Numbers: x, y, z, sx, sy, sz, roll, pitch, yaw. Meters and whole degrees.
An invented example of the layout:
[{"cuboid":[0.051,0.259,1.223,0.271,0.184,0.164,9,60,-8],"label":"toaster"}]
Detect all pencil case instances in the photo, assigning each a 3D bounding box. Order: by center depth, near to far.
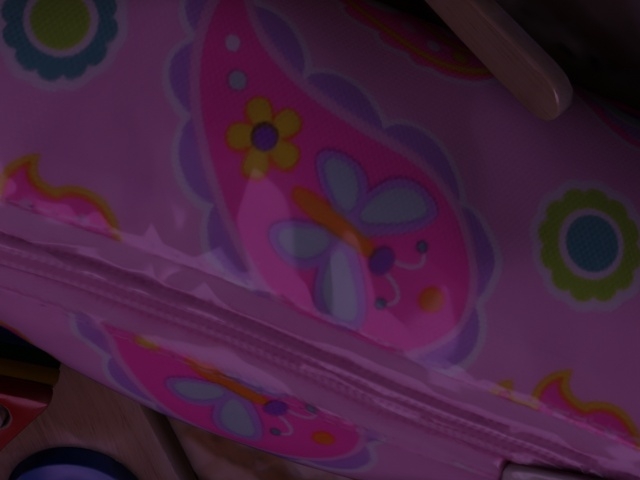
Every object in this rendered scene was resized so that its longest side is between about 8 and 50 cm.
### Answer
[{"cuboid":[0.000,0.000,0.479,0.284,0.124,0.124,23,125,-10],"label":"pencil case"}]

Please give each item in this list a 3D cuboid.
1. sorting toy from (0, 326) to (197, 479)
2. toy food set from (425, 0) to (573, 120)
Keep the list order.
[{"cuboid":[-0.122,0.064,0.581,0.132,0.046,0.274,-14,123,15],"label":"sorting toy"},{"cuboid":[0.060,-0.121,0.390,0.132,0.038,0.192,50,147,10],"label":"toy food set"}]
